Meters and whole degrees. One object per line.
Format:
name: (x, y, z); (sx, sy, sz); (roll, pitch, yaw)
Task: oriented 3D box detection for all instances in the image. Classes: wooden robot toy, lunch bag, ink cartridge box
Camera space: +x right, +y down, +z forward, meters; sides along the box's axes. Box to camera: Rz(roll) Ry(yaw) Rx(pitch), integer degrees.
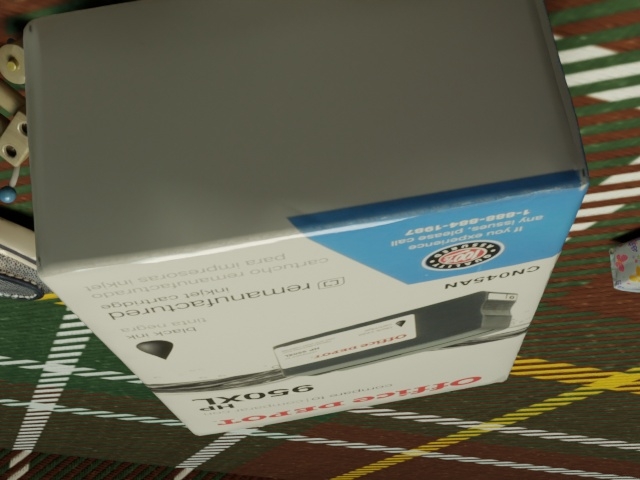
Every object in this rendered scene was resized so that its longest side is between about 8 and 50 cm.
wooden robot toy: (-0.198, -0.101, 0.675); (0.076, 0.079, 0.173); (44, 123, -6)
lunch bag: (0.322, 0.022, 0.895); (0.083, 0.053, 0.071); (6, 161, -30)
ink cartridge box: (0.000, 0.000, 0.682); (0.285, 0.166, 0.395); (-10, 157, 1)

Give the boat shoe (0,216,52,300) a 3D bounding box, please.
boat shoe: (-0.412, 0.042, 0.892); (0.340, 0.158, 0.127); (16, 155, -21)
